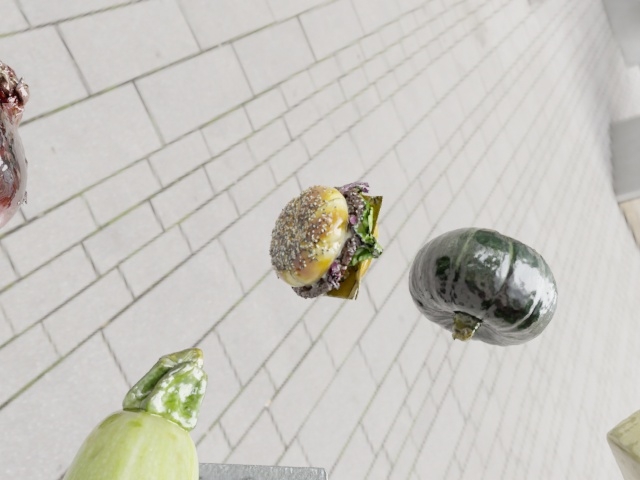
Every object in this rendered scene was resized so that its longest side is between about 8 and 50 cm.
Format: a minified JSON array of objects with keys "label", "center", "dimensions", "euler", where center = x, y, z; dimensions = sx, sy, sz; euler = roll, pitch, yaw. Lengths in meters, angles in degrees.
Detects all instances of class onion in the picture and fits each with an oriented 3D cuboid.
[{"label":"onion","center":[-0.488,-0.148,1.128],"dimensions":[0.232,0.314,0.313],"euler":[-29,104,-17]}]

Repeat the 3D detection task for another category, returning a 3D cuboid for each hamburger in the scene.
[{"label":"hamburger","center":[0.003,-0.002,1.108],"dimensions":[0.093,0.190,0.164],"euler":[23,67,-33]}]

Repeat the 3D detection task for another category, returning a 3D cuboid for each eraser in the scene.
[{"label":"eraser","center":[-0.168,0.397,1.329],"dimensions":[0.077,0.353,0.111],"euler":[125,-32,-73]}]

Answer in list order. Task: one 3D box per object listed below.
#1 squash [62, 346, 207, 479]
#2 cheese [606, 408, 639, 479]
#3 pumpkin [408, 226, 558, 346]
[{"label":"squash","center":[-0.141,0.209,0.606],"dimensions":[0.137,0.137,0.287],"euler":[50,33,-37]},{"label":"cheese","center":[0.521,0.267,1.081],"dimensions":[0.242,0.266,0.124],"euler":[58,-1,-28]},{"label":"pumpkin","center":[0.222,0.070,1.203],"dimensions":[0.211,0.212,0.152],"euler":[45,51,-42]}]
